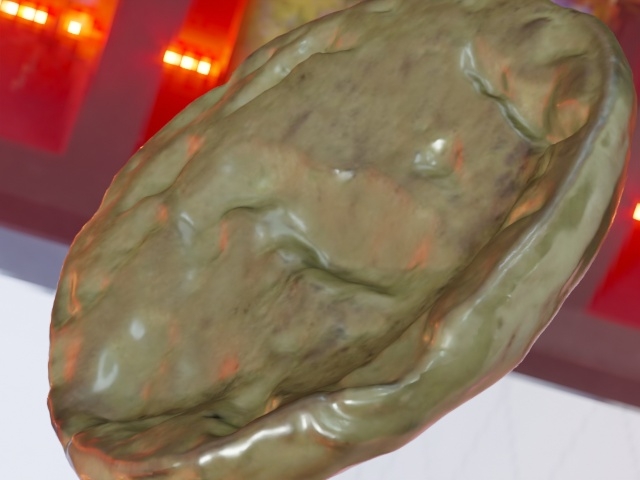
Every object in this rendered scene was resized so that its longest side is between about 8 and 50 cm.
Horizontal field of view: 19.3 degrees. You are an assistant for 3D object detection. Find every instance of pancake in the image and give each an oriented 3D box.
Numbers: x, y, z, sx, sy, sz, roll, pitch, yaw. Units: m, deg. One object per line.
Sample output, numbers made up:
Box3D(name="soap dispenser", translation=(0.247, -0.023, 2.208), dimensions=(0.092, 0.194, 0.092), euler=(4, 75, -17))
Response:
Box3D(name="pancake", translation=(0.000, 0.000, 0.662), dimensions=(0.242, 0.050, 0.242), euler=(-22, 36, 16))
